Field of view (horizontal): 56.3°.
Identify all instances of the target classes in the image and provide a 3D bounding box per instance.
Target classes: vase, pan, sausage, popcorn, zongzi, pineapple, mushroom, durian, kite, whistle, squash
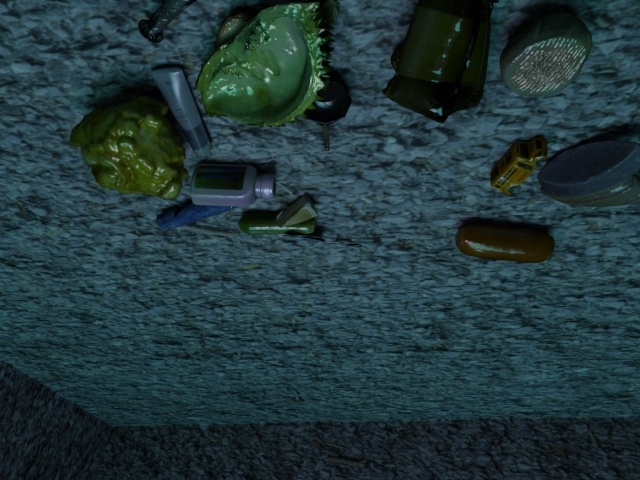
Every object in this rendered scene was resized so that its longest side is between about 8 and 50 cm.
[{"bbox_3d":[-0.300,-0.468,1.204,0.167,0.059,0.059,-27,132,38],"label":"vase"},{"bbox_3d":[-0.006,-0.307,1.386,0.128,0.048,0.202,16,142,-11],"label":"pan"},{"bbox_3d":[0.519,0.007,1.693,0.274,0.105,0.105,6,144,0],"label":"sausage"},{"bbox_3d":[-0.444,-0.209,1.441,0.241,0.235,0.250,14,142,47],"label":"popcorn"},{"bbox_3d":[0.288,-0.397,1.190,0.154,0.317,0.290,33,119,26],"label":"zongzi"},{"bbox_3d":[0.010,-0.454,1.205,0.083,0.019,0.045,-28,129,35],"label":"pineapple"},{"bbox_3d":[0.219,-0.348,1.288,0.060,0.061,0.187,-22,140,39],"label":"mushroom"},{"bbox_3d":[-0.111,-0.337,1.232,0.394,0.163,0.198,-18,159,37],"label":"durian"},{"bbox_3d":[0.000,-0.002,1.788,0.245,0.015,0.141,8,-178,-10],"label":"kite"},{"bbox_3d":[-0.345,-0.090,1.732,0.304,0.062,0.062,-16,139,28],"label":"whistle"},{"bbox_3d":[-0.127,-0.048,1.749,0.228,0.066,0.066,2,144,7],"label":"squash"}]

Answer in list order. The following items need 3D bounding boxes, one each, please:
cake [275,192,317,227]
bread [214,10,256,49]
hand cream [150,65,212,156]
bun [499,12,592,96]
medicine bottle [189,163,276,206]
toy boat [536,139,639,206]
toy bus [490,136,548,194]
[{"bbox_3d":[-0.069,-0.071,1.693,0.121,0.052,0.065,-35,136,20],"label":"cake"},{"bbox_3d":[-0.155,-0.424,1.253,0.126,0.044,0.129,10,147,-27],"label":"bread"},{"bbox_3d":[-0.327,-0.309,1.440,0.079,0.048,0.255,-4,140,11],"label":"hand cream"},{"bbox_3d":[0.438,-0.372,1.171,0.173,0.114,0.166,-22,143,32],"label":"bun"},{"bbox_3d":[-0.229,-0.147,1.586,0.219,0.115,0.078,3,143,5],"label":"medicine bottle"},{"bbox_3d":[0.682,-0.138,1.468,0.275,0.111,0.293,-9,152,32],"label":"toy boat"},{"bbox_3d":[0.482,-0.187,1.456,0.074,0.070,0.162,17,144,-11],"label":"toy bus"}]
